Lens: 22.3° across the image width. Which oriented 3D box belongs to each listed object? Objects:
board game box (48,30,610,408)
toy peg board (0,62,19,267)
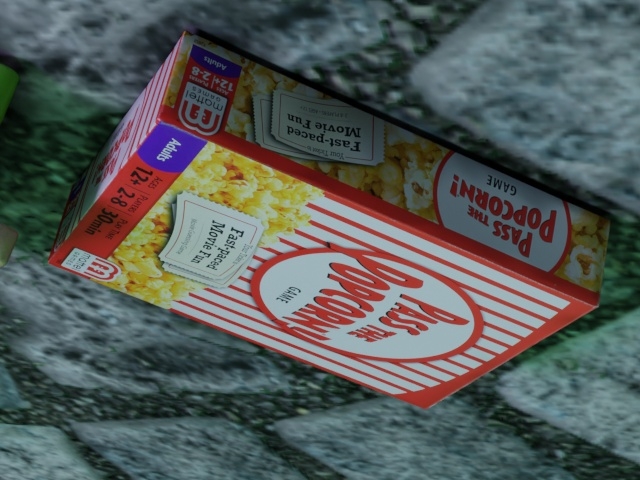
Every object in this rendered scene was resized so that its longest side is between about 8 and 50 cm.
[{"bbox_3d":[0.000,0.000,0.685,0.193,0.045,0.147,22,150,-16],"label":"board game box"},{"bbox_3d":[-0.208,-0.050,0.673,0.161,0.079,0.160,26,164,-21],"label":"toy peg board"}]
